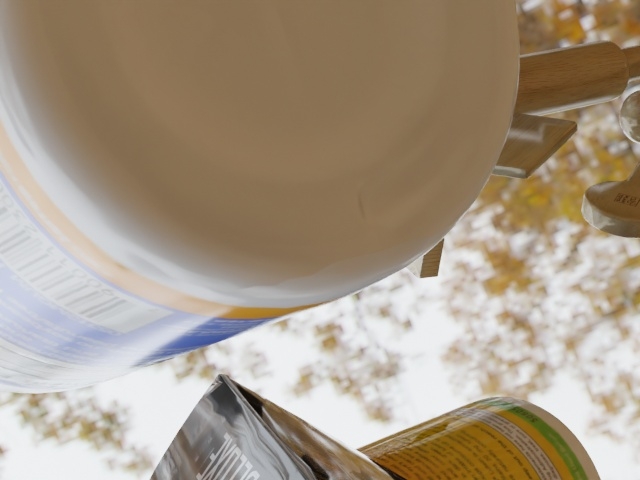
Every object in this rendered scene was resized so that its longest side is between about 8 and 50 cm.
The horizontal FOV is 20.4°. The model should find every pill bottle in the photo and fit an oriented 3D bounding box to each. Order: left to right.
[{"bbox_3d":[-0.072,-0.034,0.552,0.152,0.272,0.152,6,-103,-27],"label":"pill bottle"},{"bbox_3d":[0.040,0.183,1.011,0.246,0.136,0.136,-16,-97,-42],"label":"pill bottle"}]

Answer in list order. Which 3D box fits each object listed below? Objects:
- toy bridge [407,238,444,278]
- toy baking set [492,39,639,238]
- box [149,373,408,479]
[{"bbox_3d":[0.000,0.000,1.134,0.188,0.026,0.063,-7,-61,-28],"label":"toy bridge"},{"bbox_3d":[0.166,-0.044,0.794,0.256,0.197,0.030,-16,-55,-34],"label":"toy baking set"},{"bbox_3d":[0.087,0.185,0.763,0.307,0.242,0.076,31,-89,-19],"label":"box"}]
